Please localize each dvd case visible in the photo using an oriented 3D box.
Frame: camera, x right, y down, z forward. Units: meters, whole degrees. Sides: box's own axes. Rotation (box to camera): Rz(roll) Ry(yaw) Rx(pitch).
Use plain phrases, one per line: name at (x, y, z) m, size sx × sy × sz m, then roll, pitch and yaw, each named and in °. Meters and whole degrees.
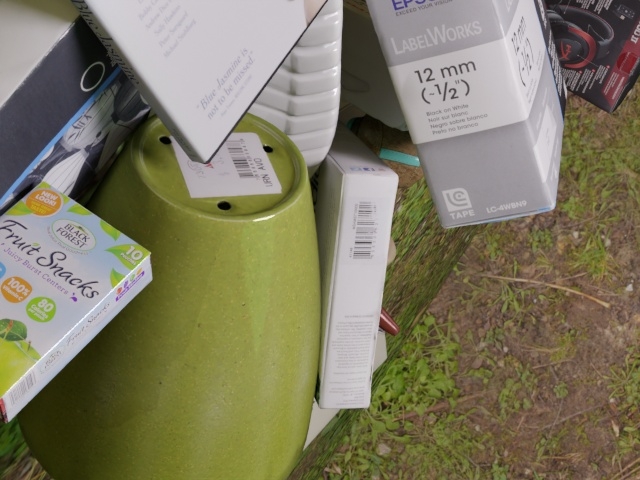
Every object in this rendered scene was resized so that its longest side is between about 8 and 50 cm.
dvd case at (-0.090, -0.197, 0.709) m, size 0.180 × 0.022 × 0.253 m, roll -56°, pitch 139°, yaw -20°

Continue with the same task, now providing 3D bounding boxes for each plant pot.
plant pot at (-0.109, 0.040, 0.897) m, size 0.275 × 0.274 × 0.294 m, roll -42°, pitch 158°, yaw -45°

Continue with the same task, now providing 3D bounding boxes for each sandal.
sandal at (-0.059, -0.170, 0.927) m, size 0.416 × 0.169 × 0.102 m, roll 108°, pitch -19°, yaw -44°

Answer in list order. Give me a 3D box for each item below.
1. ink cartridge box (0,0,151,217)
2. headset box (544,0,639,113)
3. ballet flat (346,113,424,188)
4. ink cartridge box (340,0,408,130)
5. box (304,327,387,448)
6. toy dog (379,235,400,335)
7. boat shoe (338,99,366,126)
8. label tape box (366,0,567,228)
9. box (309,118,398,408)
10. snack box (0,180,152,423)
ink cartridge box at (-0.245, -0.029, 0.729) m, size 0.333 × 0.065 × 0.165 m, roll -53°, pitch 165°, yaw -12°
headset box at (0.428, -0.360, 1.719) m, size 0.110 × 0.293 × 0.218 m, roll -45°, pitch 161°, yaw -37°
ballet flat at (0.114, -0.118, 1.300) m, size 0.342 × 0.124 × 0.116 m, roll -36°, pitch 137°, yaw -75°
ink cartridge box at (0.084, -0.206, 1.208) m, size 0.093 × 0.160 × 0.219 m, roll -65°, pitch 164°, yaw 20°
box at (-0.014, 0.191, 1.540) m, size 0.275 × 0.113 × 0.094 m, roll -42°, pitch 132°, yaw -51°
toy dog at (0.002, 0.101, 1.445) m, size 0.333 × 0.161 × 0.220 m, roll -33°, pitch 165°, yaw -37°
boat shoe at (0.007, -0.115, 1.339) m, size 0.184 × 0.063 × 0.066 m, roll -42°, pitch 159°, yaw -47°
label tape box at (0.130, -0.224, 0.968) m, size 0.249 × 0.115 × 0.348 m, roll -65°, pitch 141°, yaw -55°
box at (0.000, 0.000, 1.110) m, size 0.322 × 0.058 × 0.232 m, roll -121°, pitch -144°, yaw -69°
snack box at (-0.194, 0.036, 0.701) m, size 0.141 × 0.100 × 0.037 m, roll -47°, pitch 162°, yaw -32°
